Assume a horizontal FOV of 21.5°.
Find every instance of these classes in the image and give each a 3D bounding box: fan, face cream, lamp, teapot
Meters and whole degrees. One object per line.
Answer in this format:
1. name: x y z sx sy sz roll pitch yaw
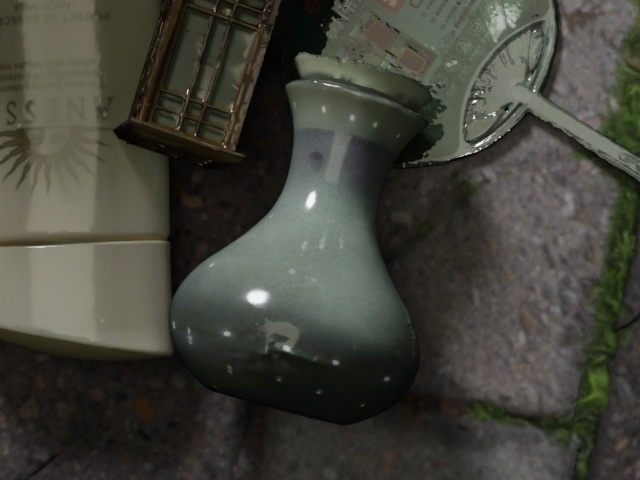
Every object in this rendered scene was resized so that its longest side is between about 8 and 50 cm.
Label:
1. fan: 0.091 -0.122 1.280 0.223 0.012 0.294 -28 84 7
2. face cream: -0.202 -0.081 1.287 0.173 0.081 0.349 -2 88 4
3. lamp: -0.060 -0.217 1.235 0.089 0.090 0.325 17 83 -14
4. teapot: 0.000 0.000 1.218 0.183 0.183 0.251 14 81 8
